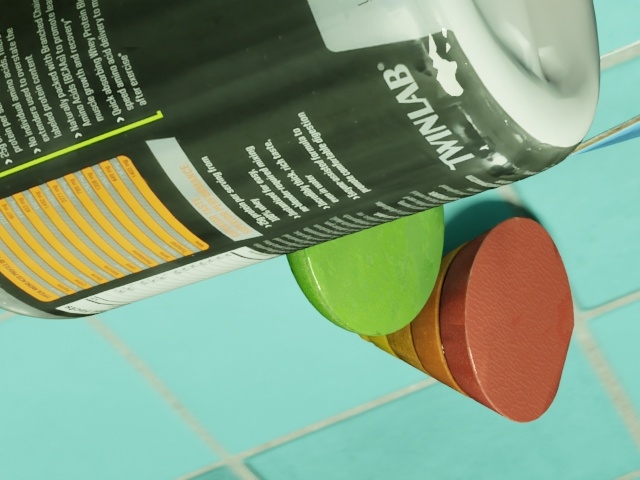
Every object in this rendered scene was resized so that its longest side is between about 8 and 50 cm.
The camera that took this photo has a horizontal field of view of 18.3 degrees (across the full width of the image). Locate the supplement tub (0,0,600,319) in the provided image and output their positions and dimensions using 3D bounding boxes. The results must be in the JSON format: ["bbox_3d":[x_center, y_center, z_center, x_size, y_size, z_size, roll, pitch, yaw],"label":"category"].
[{"bbox_3d":[-0.059,-0.080,0.843,0.316,0.193,0.193,-17,148,26],"label":"supplement tub"}]

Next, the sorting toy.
[{"bbox_3d":[0.000,0.000,1.119,0.126,0.127,0.365,-4,155,39],"label":"sorting toy"}]

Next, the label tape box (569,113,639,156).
[{"bbox_3d":[0.274,-0.144,0.848,0.334,0.106,0.241,-13,170,-38],"label":"label tape box"}]
